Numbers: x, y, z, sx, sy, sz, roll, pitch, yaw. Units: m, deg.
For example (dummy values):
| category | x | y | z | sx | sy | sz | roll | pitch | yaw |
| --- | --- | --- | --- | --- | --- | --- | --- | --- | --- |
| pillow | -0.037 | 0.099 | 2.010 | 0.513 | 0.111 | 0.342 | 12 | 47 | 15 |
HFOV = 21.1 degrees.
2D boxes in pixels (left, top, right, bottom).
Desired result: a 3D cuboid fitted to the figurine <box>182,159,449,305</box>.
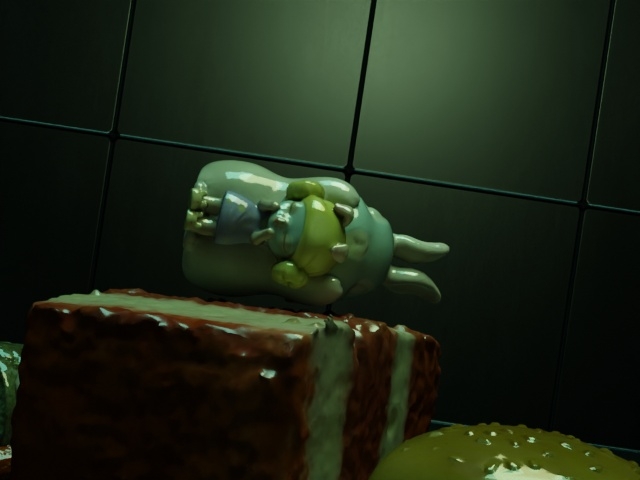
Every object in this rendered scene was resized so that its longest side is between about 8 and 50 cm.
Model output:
| category | x | y | z | sx | sy | sz | roll | pitch | yaw |
| --- | --- | --- | --- | --- | --- | --- | --- | --- | --- |
| figurine | 0.000 | 0.000 | 1.539 | 0.235 | 0.127 | 0.155 | 9 | -21 | 2 |

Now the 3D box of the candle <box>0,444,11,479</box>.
| category | x | y | z | sx | sy | sz | roll | pitch | yaw |
| --- | --- | --- | --- | --- | --- | --- | --- | --- | --- |
| candle | -0.296 | 0.234 | 1.847 | 0.329 | 0.048 | 0.051 | -8 | 19 | -40 |

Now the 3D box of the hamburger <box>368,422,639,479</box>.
| category | x | y | z | sx | sy | sz | roll | pitch | yaw |
| --- | --- | --- | --- | --- | --- | --- | --- | --- | --- |
| hamburger | 0.140 | 0.240 | 1.241 | 0.274 | 0.212 | 0.274 | 8 | 0 | 0 |

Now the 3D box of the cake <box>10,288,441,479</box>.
| category | x | y | z | sx | sy | sz | roll | pitch | yaw |
| --- | --- | --- | --- | --- | --- | --- | --- | --- | --- |
| cake | -0.082 | 0.180 | 1.403 | 0.269 | 0.270 | 0.319 | 6 | -3 | 24 |

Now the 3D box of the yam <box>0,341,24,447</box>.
| category | x | y | z | sx | sy | sz | roll | pitch | yaw |
| --- | --- | --- | --- | --- | --- | --- | --- | --- | --- |
| yam | -0.298 | 0.205 | 1.983 | 0.304 | 0.168 | 0.168 | 8 | 0 | -42 |

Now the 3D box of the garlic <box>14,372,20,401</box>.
| category | x | y | z | sx | sy | sz | roll | pitch | yaw |
| --- | --- | --- | --- | --- | --- | --- | --- | --- | --- |
| garlic | -0.210 | 0.215 | 1.812 | 0.245 | 0.164 | 0.145 | 10 | -25 | -42 |
